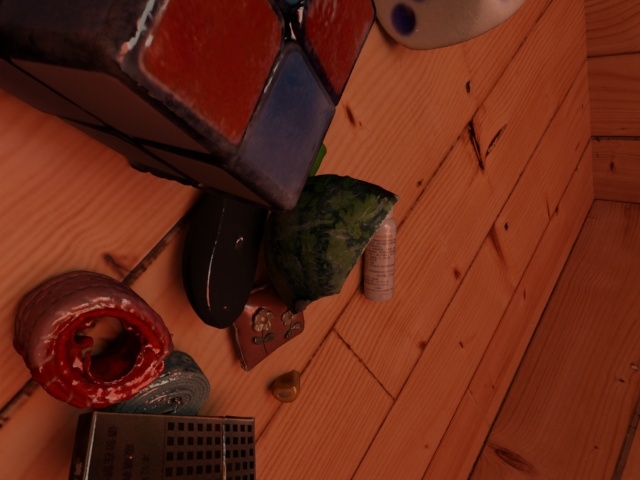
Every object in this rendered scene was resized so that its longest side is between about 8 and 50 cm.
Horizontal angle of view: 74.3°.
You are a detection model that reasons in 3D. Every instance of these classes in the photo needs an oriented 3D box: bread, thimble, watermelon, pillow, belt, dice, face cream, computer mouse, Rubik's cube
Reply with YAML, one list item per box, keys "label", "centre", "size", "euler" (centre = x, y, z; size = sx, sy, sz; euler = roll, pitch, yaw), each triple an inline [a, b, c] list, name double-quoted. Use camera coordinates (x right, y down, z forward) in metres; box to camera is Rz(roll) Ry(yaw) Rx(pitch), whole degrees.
- label: "bread"
  centre: [-0.077, 0.334, 0.967]
  size: [0.062, 0.103, 0.049]
  euler: [-2, 93, -1]
- label: "thimble"
  centre: [-0.322, 0.139, 0.601]
  size: [0.163, 0.125, 0.189]
  euler: [-58, 134, -15]
- label: "watermelon"
  centre: [0.000, 0.000, 0.750]
  size: [0.180, 0.305, 0.223]
  euler: [-6, 68, -31]
- label: "pillow"
  centre: [-0.100, 0.159, 0.869]
  size: [0.179, 0.075, 0.171]
  euler: [-26, 118, -40]
- label: "belt"
  centre: [-0.277, 0.258, 0.711]
  size: [0.163, 0.082, 0.147]
  euler: [32, 88, -49]
- label: "dice"
  centre: [0.282, -0.623, 0.904]
  size: [0.304, 0.277, 0.304]
  euler: [-52, 131, -26]
- label: "face cream"
  centre: [0.155, 0.021, 1.089]
  size: [0.082, 0.082, 0.268]
  euler: [-13, 111, -43]
- label: "computer mouse"
  centre: [-0.175, 0.016, 0.742]
  size: [0.137, 0.087, 0.269]
  euler: [38, 58, -57]
- label: "Rubik's cube"
  centre: [-0.158, -0.252, 0.474]
  size: [0.318, 0.317, 0.313]
  euler: [-69, 156, -8]

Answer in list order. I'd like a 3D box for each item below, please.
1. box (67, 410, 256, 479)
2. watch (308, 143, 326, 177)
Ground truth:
- label: "box"
  centre: [-0.221, 0.366, 0.655]
  size: [0.325, 0.047, 0.180]
  euler: [31, 44, -49]
- label: "watch"
  centre: [-0.075, -0.178, 0.776]
  size: [0.131, 0.166, 0.152]
  euler: [-68, 161, -9]
